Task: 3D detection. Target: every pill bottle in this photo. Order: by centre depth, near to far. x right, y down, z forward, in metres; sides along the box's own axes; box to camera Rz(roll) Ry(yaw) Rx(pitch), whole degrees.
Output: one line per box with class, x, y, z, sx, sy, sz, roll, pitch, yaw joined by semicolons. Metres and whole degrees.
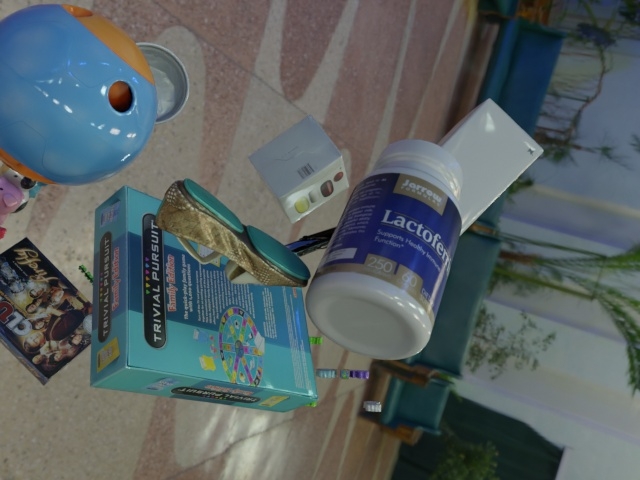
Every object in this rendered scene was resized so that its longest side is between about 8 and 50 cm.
pill bottle;0.093;0.003;0.799;0.153;0.153;0.265;81;26;-49

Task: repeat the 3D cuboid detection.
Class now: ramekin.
ramekin;-0.446;-0.390;1.613;0.207;0.207;0.109;-70;-162;-7

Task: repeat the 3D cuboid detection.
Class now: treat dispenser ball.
treat dispenser ball;-0.412;-0.232;1.023;0.288;0.288;0.288;-51;150;-45

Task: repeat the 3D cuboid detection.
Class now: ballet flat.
ballet flat;-0.100;0.008;0.713;0.067;0.073;0.206;-43;122;13

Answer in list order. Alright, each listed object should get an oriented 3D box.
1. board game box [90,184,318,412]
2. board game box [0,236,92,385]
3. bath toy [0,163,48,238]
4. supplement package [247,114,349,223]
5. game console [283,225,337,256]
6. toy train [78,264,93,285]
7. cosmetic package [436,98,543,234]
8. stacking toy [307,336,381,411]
board game box;-0.157;0.097;0.902;0.336;0.079;0.254;24;47;-44
board game box;-0.549;0.133;1.210;0.042;0.243;0.165;-38;-173;48
bath toy;-0.764;-0.098;1.519;0.348;0.129;0.151;-85;-174;-61
supplement package;-0.050;-0.178;1.633;0.194;0.149;0.203;-34;162;-2
game console;0.000;0.000;1.361;0.361;0.213;0.044;-21;93;-49
toy train;-0.744;0.112;2.020;0.017;0.083;0.024;-37;-171;8
cosmetic package;0.261;-0.125;1.174;0.224;0.138;0.225;-46;-179;6
stacking toy;0.052;0.323;1.539;0.052;0.221;0.167;121;-27;-85
